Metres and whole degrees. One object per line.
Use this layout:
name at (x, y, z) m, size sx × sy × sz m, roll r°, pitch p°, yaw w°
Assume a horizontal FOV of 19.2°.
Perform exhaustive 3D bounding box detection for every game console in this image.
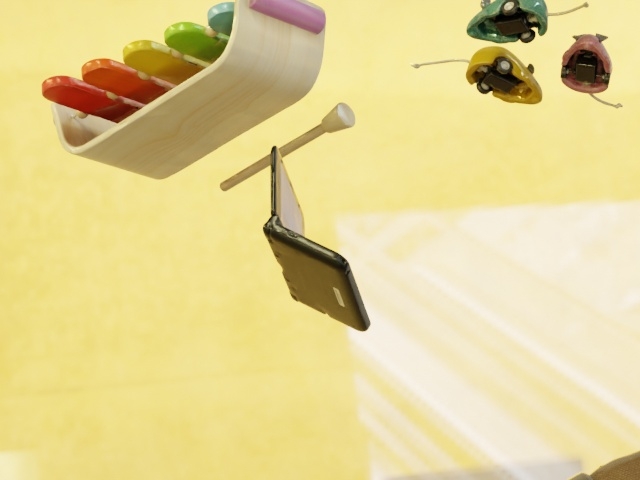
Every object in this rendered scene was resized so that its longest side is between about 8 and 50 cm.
game console at (0.000, 0.000, 1.459) m, size 0.107 × 0.071 × 0.122 m, roll 25°, pitch -20°, yaw 23°

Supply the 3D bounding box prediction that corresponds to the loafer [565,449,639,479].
loafer at (0.301, 0.264, 1.174) m, size 0.130 × 0.366 × 0.134 m, roll -39°, pitch 13°, yaw 6°

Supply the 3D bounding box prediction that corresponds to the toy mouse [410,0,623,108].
toy mouse at (0.167, -0.149, 1.400) m, size 0.161 × 0.031 × 0.143 m, roll 20°, pitch -32°, yaw -9°

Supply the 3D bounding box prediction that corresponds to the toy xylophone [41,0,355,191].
toy xylophone at (-0.116, -0.141, 1.908) m, size 0.322 × 0.081 × 0.236 m, roll -22°, pitch -28°, yaw 31°
